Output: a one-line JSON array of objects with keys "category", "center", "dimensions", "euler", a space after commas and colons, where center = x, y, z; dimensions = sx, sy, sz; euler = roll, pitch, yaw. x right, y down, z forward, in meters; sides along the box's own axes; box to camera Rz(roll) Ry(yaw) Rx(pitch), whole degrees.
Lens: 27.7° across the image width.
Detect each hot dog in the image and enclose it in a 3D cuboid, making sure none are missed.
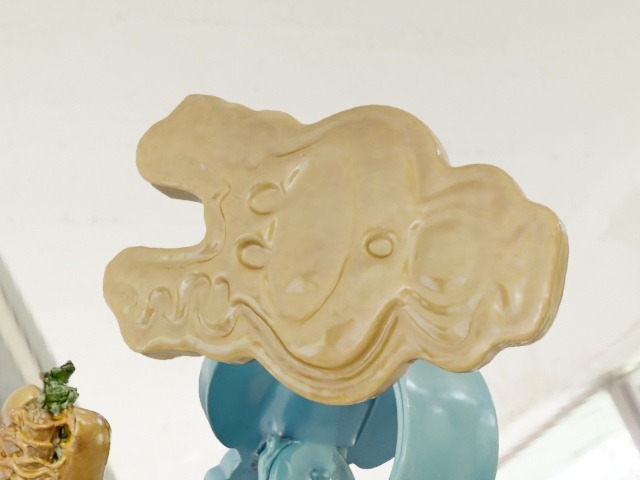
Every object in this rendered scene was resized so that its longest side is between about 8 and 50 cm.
[{"category": "hot dog", "center": [-0.173, 0.161, 0.801], "dimensions": [0.055, 0.072, 0.188], "euler": [-48, -24, -55]}]

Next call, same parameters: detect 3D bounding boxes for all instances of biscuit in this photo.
[{"category": "biscuit", "center": [0.000, 0.003, 0.618], "dimensions": [0.236, 0.144, 0.040], "euler": [7, -7, 30]}]

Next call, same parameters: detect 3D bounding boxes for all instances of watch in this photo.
[{"category": "watch", "center": [0.027, 0.152, 0.922], "dimensions": [0.211, 0.193, 0.211], "euler": [-12, -64, -26]}]
